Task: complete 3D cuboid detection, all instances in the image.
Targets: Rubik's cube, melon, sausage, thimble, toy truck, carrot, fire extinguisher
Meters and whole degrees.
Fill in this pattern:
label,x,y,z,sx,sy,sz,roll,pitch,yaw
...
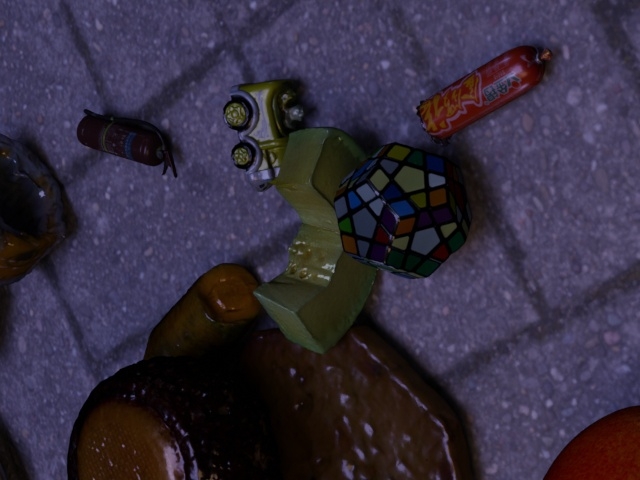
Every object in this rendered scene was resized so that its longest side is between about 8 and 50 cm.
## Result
label,x,y,z,sx,sy,sz,roll,pitch,yaw
Rubik's cube,0.075,-0.027,1.726,0.112,0.133,0.133,46,132,-11
melon,0.000,0.000,1.797,0.064,0.118,0.209,15,90,44
sausage,0.151,-0.134,1.680,0.145,0.048,0.050,-28,43,40
thimble,-0.368,-0.030,2.111,0.118,0.127,0.151,-41,70,41
toy truck,-0.044,-0.104,1.849,0.077,0.076,0.111,-11,93,23
carrot,-0.130,0.099,1.960,0.082,0.082,0.173,54,132,19
fire extinguisher,-0.201,-0.105,2.006,0.132,0.039,0.056,17,120,38

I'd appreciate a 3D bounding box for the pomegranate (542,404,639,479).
label,x,y,z,sx,sy,sz,roll,pitch,yaw
pomegranate,0.297,0.241,1.527,0.256,0.221,0.221,4,103,24

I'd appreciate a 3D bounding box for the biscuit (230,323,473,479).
label,x,y,z,sx,sy,sz,roll,pitch,yaw
biscuit,0.020,0.247,1.884,0.359,0.046,0.359,11,107,39

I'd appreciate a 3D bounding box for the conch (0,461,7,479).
label,x,y,z,sx,sy,sz,roll,pitch,yaw
conch,-0.467,0.279,2.261,0.149,0.182,0.275,114,147,-76

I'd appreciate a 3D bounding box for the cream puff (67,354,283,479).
label,x,y,z,sx,sy,sz,roll,pitch,yaw
cream puff,-0.135,0.231,1.879,0.239,0.165,0.239,8,102,44
